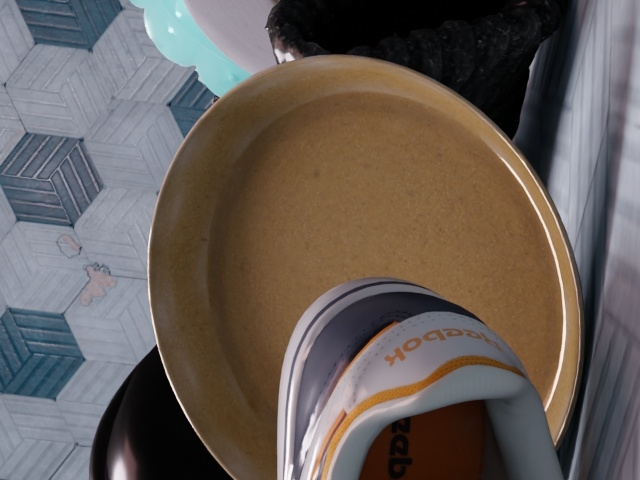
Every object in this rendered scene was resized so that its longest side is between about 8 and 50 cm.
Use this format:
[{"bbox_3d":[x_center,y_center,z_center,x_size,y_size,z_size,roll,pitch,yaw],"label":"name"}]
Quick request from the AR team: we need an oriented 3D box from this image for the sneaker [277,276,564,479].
[{"bbox_3d":[0.038,0.183,0.775,0.127,0.126,0.321,-154,59,-70],"label":"sneaker"}]

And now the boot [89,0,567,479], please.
[{"bbox_3d":[-0.003,-0.003,0.991,0.348,0.131,0.260,-51,-17,-31],"label":"boot"}]

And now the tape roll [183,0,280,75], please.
[{"bbox_3d":[0.022,-0.189,1.120,0.219,0.219,0.072,99,178,-46],"label":"tape roll"}]

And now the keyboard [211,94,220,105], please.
[{"bbox_3d":[-0.059,-0.155,1.502,0.180,0.023,0.108,127,148,-64],"label":"keyboard"}]

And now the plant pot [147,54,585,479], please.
[{"bbox_3d":[0.021,0.029,0.867,0.032,0.236,0.236,-19,-59,-56],"label":"plant pot"}]

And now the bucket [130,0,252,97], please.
[{"bbox_3d":[-0.002,-0.246,1.351,0.183,0.281,0.281,123,155,-65],"label":"bucket"}]
